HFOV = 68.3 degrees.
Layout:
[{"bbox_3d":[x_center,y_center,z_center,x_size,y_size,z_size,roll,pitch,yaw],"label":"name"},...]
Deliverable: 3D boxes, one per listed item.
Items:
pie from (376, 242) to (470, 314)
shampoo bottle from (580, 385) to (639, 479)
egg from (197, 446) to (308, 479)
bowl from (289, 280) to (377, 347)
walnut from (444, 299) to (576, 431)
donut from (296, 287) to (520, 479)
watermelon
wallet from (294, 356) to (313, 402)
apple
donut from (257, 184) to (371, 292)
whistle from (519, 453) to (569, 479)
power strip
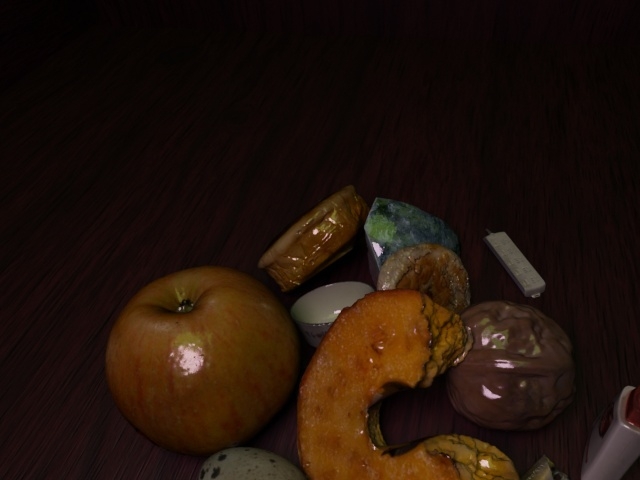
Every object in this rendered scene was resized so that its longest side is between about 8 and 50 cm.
[{"bbox_3d":[0.244,0.130,1.100,0.274,0.274,0.055,-37,12,-26],"label":"pie"},{"bbox_3d":[0.543,0.328,0.833,0.071,0.284,0.153,22,51,27],"label":"shampoo bottle"},{"bbox_3d":[-0.115,0.452,0.814,0.228,0.177,0.177,29,56,20],"label":"egg"},{"bbox_3d":[0.042,0.188,1.113,0.211,0.112,0.211,-15,19,5],"label":"bowl"},{"bbox_3d":[0.375,0.253,0.959,0.273,0.274,0.227,-12,16,-5],"label":"walnut"},{"bbox_3d":[0.137,0.326,0.865,0.377,0.163,0.436,-24,64,31],"label":"donut"},{"bbox_3d":[0.217,0.065,1.245,0.319,0.213,0.290,18,79,-27],"label":"watermelon"},{"bbox_3d":[0.044,0.300,1.082,0.230,0.042,0.124,-15,41,-11],"label":"wallet"},{"bbox_3d":[-0.240,0.232,0.980,0.399,0.334,0.401,-3,48,3],"label":"apple"},{"bbox_3d":[0.000,0.000,1.219,0.160,0.330,0.330,44,62,8],"label":"donut"},{"bbox_3d":[0.323,0.511,0.841,0.326,0.057,0.068,-30,52,-21],"label":"whistle"},{"bbox_3d":[0.513,0.049,1.271,0.060,0.027,0.253,-15,47,-8],"label":"power strip"}]
